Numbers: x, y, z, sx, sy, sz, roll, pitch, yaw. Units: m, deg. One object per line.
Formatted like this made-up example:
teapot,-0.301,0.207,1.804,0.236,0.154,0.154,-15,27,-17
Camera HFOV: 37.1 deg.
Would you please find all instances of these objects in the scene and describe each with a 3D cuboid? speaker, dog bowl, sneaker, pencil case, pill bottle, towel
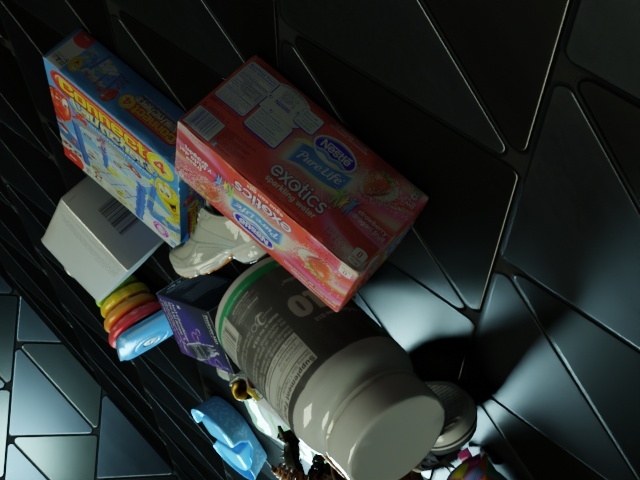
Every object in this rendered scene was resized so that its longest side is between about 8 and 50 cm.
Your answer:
speaker,-0.085,0.384,2.161,0.136,0.055,0.055,33,153,25
dog bowl,-0.245,0.543,2.639,0.166,0.074,0.297,20,147,43
sneaker,-0.179,0.306,2.139,0.088,0.093,0.225,54,155,-20
sneaker,-0.172,-0.020,1.590,0.262,0.099,0.121,-16,108,42
sneaker,0.180,0.304,1.542,0.127,0.126,0.321,55,165,-11
pencil case,0.315,0.462,1.613,0.236,0.104,0.104,47,156,0
pill bottle,0.010,0.192,1.441,0.361,0.204,0.204,42,160,42
towel,-0.060,0.474,2.286,0.325,0.038,0.248,28,152,32

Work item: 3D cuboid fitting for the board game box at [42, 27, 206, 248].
board game box,-0.320,-0.161,1.633,0.308,0.086,0.302,39,156,13

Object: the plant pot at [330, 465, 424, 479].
plant pot,0.125,0.453,1.836,0.167,0.167,0.165,25,158,36

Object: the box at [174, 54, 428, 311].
box,-0.031,-0.074,1.241,0.300,0.154,0.142,40,156,8

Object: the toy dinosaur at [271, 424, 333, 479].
toy dinosaur,0.010,0.459,1.882,0.322,0.164,0.218,68,-173,-64

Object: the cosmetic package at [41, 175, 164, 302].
cosmetic package,-0.445,-0.014,1.977,0.197,0.155,0.365,48,156,-6

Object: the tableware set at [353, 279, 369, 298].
tableware set,0.000,0.000,1.442,0.194,0.039,0.128,45,172,13

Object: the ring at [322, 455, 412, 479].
ring,0.050,0.309,1.653,0.336,0.032,0.336,43,-165,-14

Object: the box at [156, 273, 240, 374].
box,-0.213,0.159,1.913,0.207,0.108,0.153,11,127,51

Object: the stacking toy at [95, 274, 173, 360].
stacking toy,-0.489,0.126,2.312,0.302,0.165,0.175,54,159,15
